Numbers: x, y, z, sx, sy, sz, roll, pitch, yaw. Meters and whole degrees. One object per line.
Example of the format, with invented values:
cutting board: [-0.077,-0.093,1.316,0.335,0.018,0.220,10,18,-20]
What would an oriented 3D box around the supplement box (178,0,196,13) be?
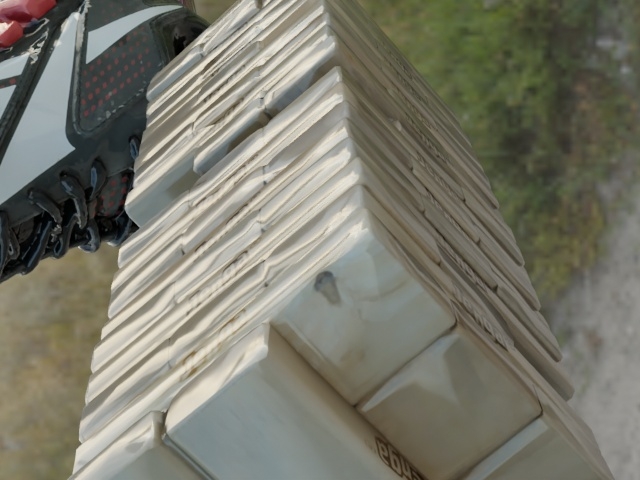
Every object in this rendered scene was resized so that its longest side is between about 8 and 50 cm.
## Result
supplement box: [-0.134,-0.149,1.210,0.104,0.081,0.188,78,180,-54]

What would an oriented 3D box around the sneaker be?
sneaker: [-0.127,-0.035,0.706,0.276,0.135,0.097,-61,-3,-43]

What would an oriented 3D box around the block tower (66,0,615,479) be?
block tower: [0.000,0.000,0.483,0.097,0.091,0.335,47,-167,-19]
